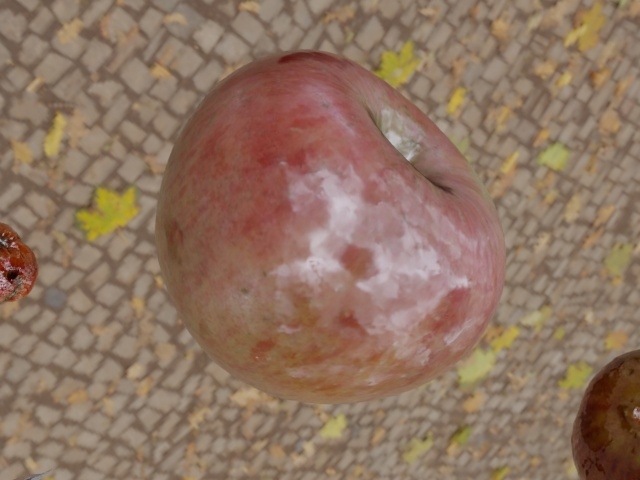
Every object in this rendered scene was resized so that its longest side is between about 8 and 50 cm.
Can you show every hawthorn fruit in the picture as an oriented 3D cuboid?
[{"bbox_3d":[-0.314,0.029,1.080,0.093,0.093,0.093,-23,133,-28],"label":"hawthorn fruit"}]

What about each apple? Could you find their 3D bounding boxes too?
[{"bbox_3d":[0.000,0.000,1.046,0.269,0.345,0.345,-43,144,24],"label":"apple"}]

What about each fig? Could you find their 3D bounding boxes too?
[{"bbox_3d":[0.308,0.195,1.002,0.148,0.149,0.202,-31,105,24],"label":"fig"}]

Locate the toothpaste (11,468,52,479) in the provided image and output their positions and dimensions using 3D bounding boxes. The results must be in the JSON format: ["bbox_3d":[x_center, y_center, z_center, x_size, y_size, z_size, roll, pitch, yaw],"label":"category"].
[{"bbox_3d":[-0.407,0.309,1.199,0.266,0.061,0.096,-32,174,6],"label":"toothpaste"}]
